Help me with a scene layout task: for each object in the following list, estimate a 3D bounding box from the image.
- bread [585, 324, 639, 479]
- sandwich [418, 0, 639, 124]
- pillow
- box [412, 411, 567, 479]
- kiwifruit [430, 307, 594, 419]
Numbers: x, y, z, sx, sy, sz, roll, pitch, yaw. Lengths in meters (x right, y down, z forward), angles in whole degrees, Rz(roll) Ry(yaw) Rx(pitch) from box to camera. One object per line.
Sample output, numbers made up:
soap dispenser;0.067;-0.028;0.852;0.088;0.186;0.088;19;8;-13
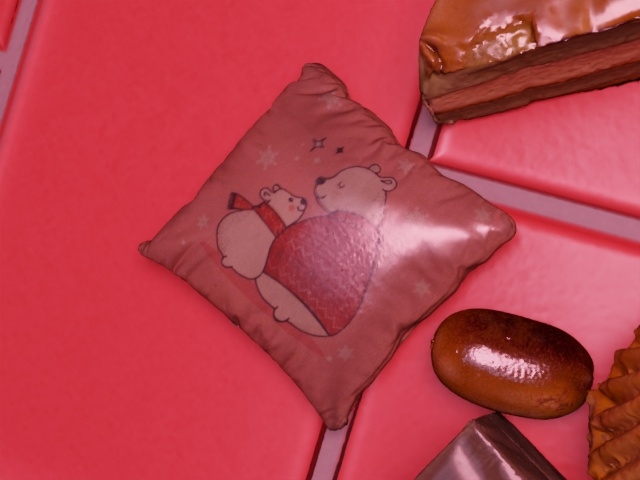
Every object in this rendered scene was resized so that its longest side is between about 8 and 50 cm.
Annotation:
bread;0.288;0.130;0.596;0.240;0.139;0.239;-3;68;7
sandwich;0.168;-0.216;0.723;0.228;0.155;0.198;-14;80;14
pillow;0.000;0.000;0.785;0.236;0.084;0.223;41;97;16
box;0.094;0.257;0.704;0.231;0.155;0.149;-47;73;8
kiwifruit;0.143;0.093;0.741;0.125;0.075;0.075;14;89;2
